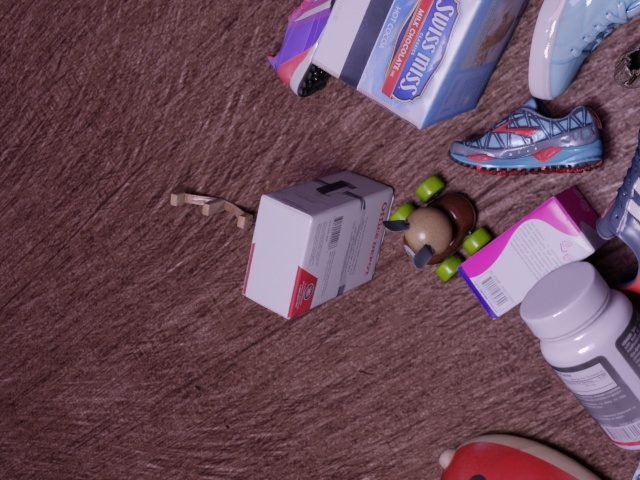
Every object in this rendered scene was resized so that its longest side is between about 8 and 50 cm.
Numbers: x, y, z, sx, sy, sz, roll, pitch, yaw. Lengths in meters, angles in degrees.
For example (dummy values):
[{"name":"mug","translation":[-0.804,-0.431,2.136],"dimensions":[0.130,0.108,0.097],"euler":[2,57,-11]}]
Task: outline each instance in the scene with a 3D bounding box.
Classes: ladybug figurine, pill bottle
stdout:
[{"name":"ladybug figurine","translation":[0.383,0.530,1.803],"dimensions":[0.449,0.162,0.305],"euler":[34,119,20]},{"name":"pill bottle","translation":[0.450,0.178,1.608],"dimensions":[0.161,0.161,0.283],"euler":[-28,110,35]}]

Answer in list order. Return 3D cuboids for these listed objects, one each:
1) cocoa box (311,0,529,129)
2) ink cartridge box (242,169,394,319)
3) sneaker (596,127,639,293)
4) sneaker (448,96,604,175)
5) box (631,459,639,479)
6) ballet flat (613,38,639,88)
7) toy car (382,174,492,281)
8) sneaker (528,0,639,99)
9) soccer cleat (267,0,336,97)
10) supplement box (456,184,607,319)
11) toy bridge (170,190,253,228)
[{"name":"cocoa box","translation":[0.186,-0.390,1.623],"dimensions":[0.228,0.231,0.347],"euler":[35,120,19]},{"name":"ink cartridge box","translation":[0.000,0.000,1.831],"dimensions":[0.114,0.273,0.197],"euler":[26,116,28]},{"name":"sneaker","translation":[0.495,-0.075,1.575],"dimensions":[0.148,0.131,0.350],"euler":[-4,101,26]},{"name":"sneaker","translation":[0.339,-0.171,1.689],"dimensions":[0.262,0.104,0.125],"euler":[0,86,28]},{"name":"box","translation":[0.581,0.399,1.722],"dimensions":[0.094,0.027,0.137],"euler":[23,115,24]},{"name":"ballet flat","translation":[0.538,-0.315,1.523],"dimensions":[0.250,0.058,0.084],"euler":[-39,69,34]},{"name":"toy car","translation":[0.178,-0.006,1.764],"dimensions":[0.155,0.188,0.149],"euler":[49,123,12]},{"name":"sneaker","translation":[0.433,-0.364,1.535],"dimensions":[0.150,0.135,0.366],"euler":[31,119,25]},{"name":"soccer cleat","translation":[0.005,-0.410,1.814],"dimensions":[0.116,0.108,0.318],"euler":[43,124,20]},{"name":"supplement box","translation":[0.357,0.020,1.705],"dimensions":[0.220,0.114,0.111],"euler":[-40,80,35]},{"name":"toy bridge","translation":[-0.216,-0.068,2.072],"dimensions":[0.188,0.063,0.026],"euler":[18,112,26]}]
